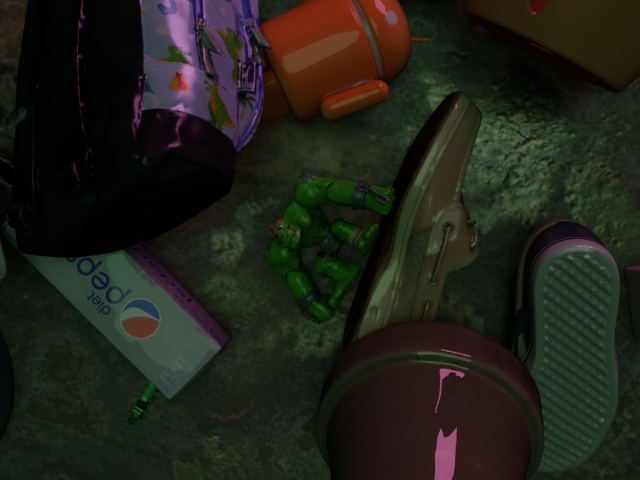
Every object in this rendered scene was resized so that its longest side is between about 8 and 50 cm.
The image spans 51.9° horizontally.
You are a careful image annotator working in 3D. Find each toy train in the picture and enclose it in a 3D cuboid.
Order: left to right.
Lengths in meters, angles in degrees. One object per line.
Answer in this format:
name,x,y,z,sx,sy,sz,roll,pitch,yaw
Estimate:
toy train,-0.224,0.201,0.844,0.017,0.024,0.083,30,92,1

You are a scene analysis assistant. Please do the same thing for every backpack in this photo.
backpack,-0.193,-0.189,0.692,0.290,0.273,0.355,-24,77,44

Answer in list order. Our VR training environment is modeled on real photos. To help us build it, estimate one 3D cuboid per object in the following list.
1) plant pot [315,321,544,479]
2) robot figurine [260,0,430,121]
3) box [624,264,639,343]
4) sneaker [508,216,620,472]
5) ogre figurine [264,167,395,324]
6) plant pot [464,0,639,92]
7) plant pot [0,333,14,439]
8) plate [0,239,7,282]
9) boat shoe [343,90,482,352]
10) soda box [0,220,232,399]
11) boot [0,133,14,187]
plant pot,0.113,0.254,0.691,0.263,0.229,0.263,4,118,7
robot figurine,0.011,-0.225,0.778,0.219,0.158,0.128,-24,117,2
box,0.433,0.076,0.787,0.087,0.101,0.102,-8,91,2
sneaker,0.288,0.125,0.791,0.126,0.127,0.321,3,116,7
ogre figurine,0.000,0.000,0.798,0.118,0.197,0.097,32,48,13
plant pot,0.293,-0.295,0.709,0.291,0.291,0.203,28,108,1
plant pot,-0.548,0.191,0.747,0.293,0.235,0.293,0,91,1
plate,-0.502,0.007,0.722,0.277,0.278,0.045,-15,132,-22
boat shoe,0.130,-0.005,0.791,0.110,0.121,0.341,19,102,-4
soda box,-0.243,0.056,0.804,0.286,0.098,0.091,45,90,0
boot,-0.390,-0.100,0.810,0.118,0.087,0.042,35,93,1
